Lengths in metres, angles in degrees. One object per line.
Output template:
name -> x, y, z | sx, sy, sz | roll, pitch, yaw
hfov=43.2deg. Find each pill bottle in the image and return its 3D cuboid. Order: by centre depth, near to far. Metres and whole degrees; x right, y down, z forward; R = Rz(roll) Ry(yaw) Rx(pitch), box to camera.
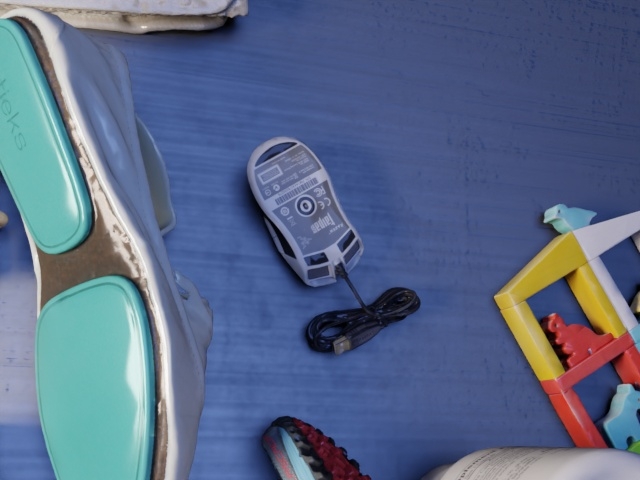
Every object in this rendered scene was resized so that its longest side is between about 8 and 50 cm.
pill bottle -> 0.151, 0.218, 0.590 | 0.131, 0.229, 0.131 | 4, 75, -17

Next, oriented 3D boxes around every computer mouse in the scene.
computer mouse -> 0.000, 0.000, 0.701 | 0.106, 0.042, 0.193 | -29, 92, -17

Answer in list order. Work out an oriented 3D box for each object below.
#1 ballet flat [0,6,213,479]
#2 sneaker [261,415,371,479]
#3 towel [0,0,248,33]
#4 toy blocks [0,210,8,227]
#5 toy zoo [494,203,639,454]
ballet flat -> -0.147, 0.020, 0.602 | 0.139, 0.139, 0.400 | -14, 85, -20
sneaker -> 0.000, 0.260, 0.597 | 0.125, 0.104, 0.262 | -32, 66, 10
towel -> -0.200, -0.277, 0.691 | 0.282, 0.049, 0.187 | 0, 82, -15
toy blocks -> -0.296, 0.005, 0.596 | 0.123, 0.054, 0.148 | -1, 77, -17
toy zoo -> 0.291, 0.098, 0.773 | 0.192, 0.030, 0.293 | -27, 86, -22
